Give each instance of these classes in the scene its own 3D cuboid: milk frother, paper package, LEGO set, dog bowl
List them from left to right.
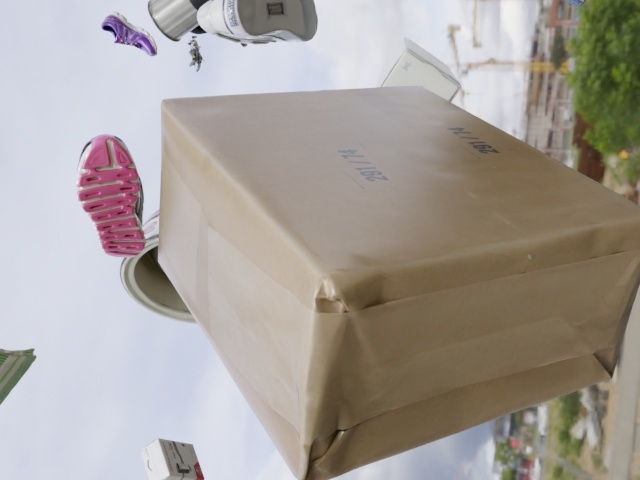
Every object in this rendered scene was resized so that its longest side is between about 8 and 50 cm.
[{"bbox_3d":[-0.211,-0.323,1.242,0.054,0.024,0.083,79,-174,-60],"label":"LEGO set"},{"bbox_3d":[-0.320,0.055,1.945,0.408,0.408,0.150,71,-167,-50],"label":"dog bowl"},{"bbox_3d":[-0.202,-0.379,1.239,0.129,0.135,0.143,32,-141,-48],"label":"milk frother"},{"bbox_3d":[0.049,0.001,0.608,0.310,0.325,0.168,-9,-58,-28],"label":"paper package"}]

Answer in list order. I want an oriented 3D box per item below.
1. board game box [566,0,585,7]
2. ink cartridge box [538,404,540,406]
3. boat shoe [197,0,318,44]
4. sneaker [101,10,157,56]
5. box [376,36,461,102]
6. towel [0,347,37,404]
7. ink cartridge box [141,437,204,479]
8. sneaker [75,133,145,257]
[{"bbox_3d":[0.304,-0.403,0.917,0.194,0.194,0.060,125,143,-54],"label":"board game box"},{"bbox_3d":[0.313,0.232,1.136,0.083,0.028,0.048,34,-135,-41],"label":"ink cartridge box"},{"bbox_3d":[-0.093,-0.353,1.140,0.267,0.088,0.096,-37,-57,-57],"label":"boat shoe"},{"bbox_3d":[-0.518,-0.545,1.955,0.071,0.170,0.068,-56,-2,-28],"label":"sneaker"},{"bbox_3d":[0.164,-0.274,1.243,0.094,0.113,0.275,-55,4,20],"label":"box"},{"bbox_3d":[-0.878,0.359,1.792,0.247,0.038,0.325,-52,-19,2],"label":"towel"},{"bbox_3d":[-0.345,0.526,1.694,0.135,0.056,0.099,36,-158,-55],"label":"ink cartridge box"},{"bbox_3d":[-0.219,-0.056,0.756,0.170,0.063,0.074,95,161,-53],"label":"sneaker"}]
